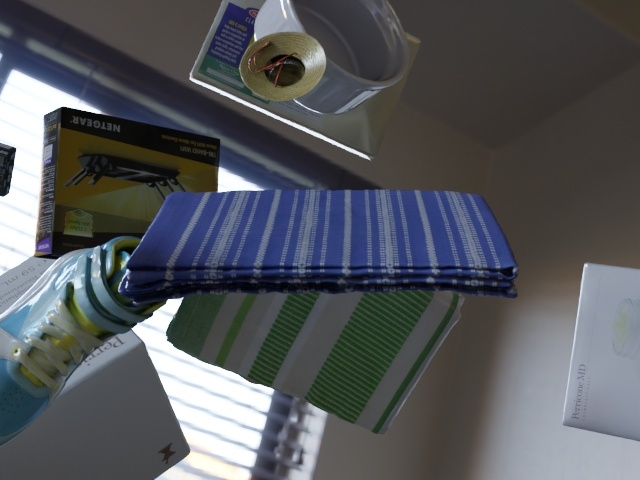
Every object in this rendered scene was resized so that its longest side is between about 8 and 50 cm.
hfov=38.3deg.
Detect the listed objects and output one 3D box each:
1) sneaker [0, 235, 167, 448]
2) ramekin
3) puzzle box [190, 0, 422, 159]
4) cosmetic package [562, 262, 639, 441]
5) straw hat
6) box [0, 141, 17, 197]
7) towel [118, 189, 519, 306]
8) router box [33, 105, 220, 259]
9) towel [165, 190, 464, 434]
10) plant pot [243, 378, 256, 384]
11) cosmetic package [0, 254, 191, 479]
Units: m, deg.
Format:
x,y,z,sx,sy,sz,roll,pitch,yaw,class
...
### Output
x,y,z,sx,sy,sz,roll,pitch,yaw,class
-0.304,0.107,1.108,0.208,0.319,0.127,-20,-58,42,sneaker
0.014,-0.360,1.651,0.277,0.277,0.135,27,-42,-26,ramekin
-0.026,-0.368,1.864,0.409,0.272,0.052,24,-9,-9,puzzle box
0.462,0.157,1.235,0.224,0.224,0.138,7,-4,31,cosmetic package
-0.055,-0.271,1.508,0.144,0.144,0.061,8,-23,14,straw hat
-0.439,-0.100,1.190,0.083,0.018,0.067,18,-69,4,box
0.000,0.000,0.861,0.336,0.243,0.040,0,-70,1,towel
-0.324,-0.078,1.578,0.309,0.243,0.081,7,-10,-38,router box
-0.011,0.101,1.171,0.325,0.038,0.248,24,-62,-8,towel
-0.106,0.151,1.766,0.191,0.174,0.191,34,-36,29,plant pot
-0.509,0.288,1.723,0.393,0.329,0.327,34,-32,41,cosmetic package
